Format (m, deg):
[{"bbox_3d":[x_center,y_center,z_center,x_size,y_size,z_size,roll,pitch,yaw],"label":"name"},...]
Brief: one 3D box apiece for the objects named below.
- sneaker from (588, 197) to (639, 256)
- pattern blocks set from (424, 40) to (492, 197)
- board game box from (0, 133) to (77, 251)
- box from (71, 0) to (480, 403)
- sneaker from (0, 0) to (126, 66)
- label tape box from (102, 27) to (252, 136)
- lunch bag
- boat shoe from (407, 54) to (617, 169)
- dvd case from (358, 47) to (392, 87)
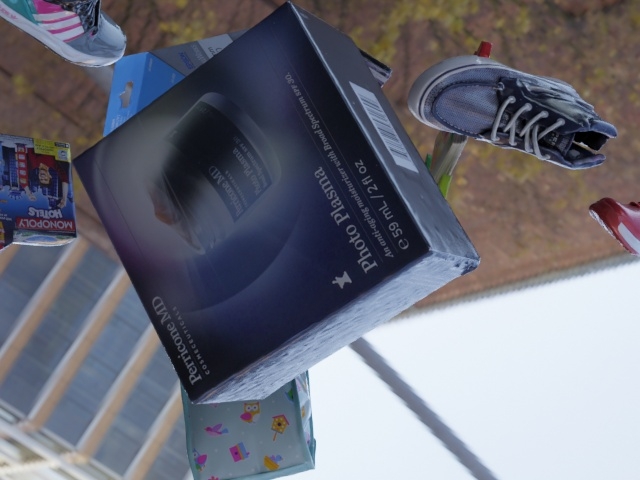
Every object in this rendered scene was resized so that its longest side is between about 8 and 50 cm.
[{"bbox_3d":[0.436,-0.042,1.630,0.128,0.221,0.087,-48,-123,13],"label":"sneaker"},{"bbox_3d":[0.233,-0.175,2.263,0.325,0.026,0.285,117,-11,-64],"label":"pattern blocks set"},{"bbox_3d":[-0.434,-0.047,1.719,0.060,0.194,0.194,-31,-120,49],"label":"board game box"},{"bbox_3d":[-0.048,-0.029,1.304,0.294,0.296,0.183,-34,164,17],"label":"box"},{"bbox_3d":[-0.353,-0.372,1.894,0.178,0.295,0.124,-23,-117,27],"label":"sneaker"},{"bbox_3d":[-0.263,-0.294,2.608,0.333,0.106,0.240,-19,150,-29],"label":"label tape box"},{"bbox_3d":[-0.125,0.309,2.229,0.223,0.160,0.262,-12,-122,5],"label":"lunch bag"},{"bbox_3d":[0.307,-0.191,1.949,0.158,0.340,0.127,48,-51,44],"label":"boat shoe"},{"bbox_3d":[0.003,-0.260,2.098,0.221,0.164,0.018,-49,-169,53],"label":"dvd case"}]
